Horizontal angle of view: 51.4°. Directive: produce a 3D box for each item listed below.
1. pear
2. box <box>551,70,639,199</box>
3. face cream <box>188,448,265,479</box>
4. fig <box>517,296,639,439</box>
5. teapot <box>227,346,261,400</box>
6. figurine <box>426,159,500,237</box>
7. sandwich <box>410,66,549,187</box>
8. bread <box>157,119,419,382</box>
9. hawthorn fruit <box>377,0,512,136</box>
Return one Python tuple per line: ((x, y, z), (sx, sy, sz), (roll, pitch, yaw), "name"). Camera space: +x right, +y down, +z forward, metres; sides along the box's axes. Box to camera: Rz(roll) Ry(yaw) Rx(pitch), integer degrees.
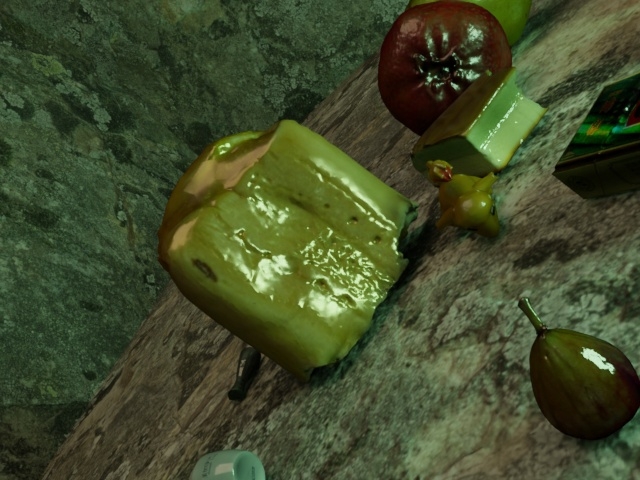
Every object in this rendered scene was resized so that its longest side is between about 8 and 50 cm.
((0.326, -0.517, 1.495), (0.321, 0.269, 0.269), (-32, 20, 26), "pear")
((0.394, -0.135, 0.737), (0.159, 0.071, 0.240), (-56, 17, -20), "box")
((-0.134, 0.345, 0.953), (0.095, 0.091, 0.091), (-29, 23, 32), "face cream")
((0.205, 0.103, 0.555), (0.089, 0.125, 0.089), (-42, 12, 11), "fig")
((-0.150, 0.264, 1.303), (0.043, 0.043, 0.111), (-36, 23, 36), "teapot")
((0.207, -0.069, 0.986), (0.121, 0.122, 0.176), (-42, 15, 10), "figurine")
((0.271, -0.197, 1.162), (0.186, 0.108, 0.220), (-52, 13, -15), "sandwich")
((-0.072, 0.000, 1.139), (0.361, 0.394, 0.250), (-56, 2, -19), "bread")
((0.252, -0.344, 1.328), (0.265, 0.265, 0.307), (-41, -3, 24), "hawthorn fruit")
